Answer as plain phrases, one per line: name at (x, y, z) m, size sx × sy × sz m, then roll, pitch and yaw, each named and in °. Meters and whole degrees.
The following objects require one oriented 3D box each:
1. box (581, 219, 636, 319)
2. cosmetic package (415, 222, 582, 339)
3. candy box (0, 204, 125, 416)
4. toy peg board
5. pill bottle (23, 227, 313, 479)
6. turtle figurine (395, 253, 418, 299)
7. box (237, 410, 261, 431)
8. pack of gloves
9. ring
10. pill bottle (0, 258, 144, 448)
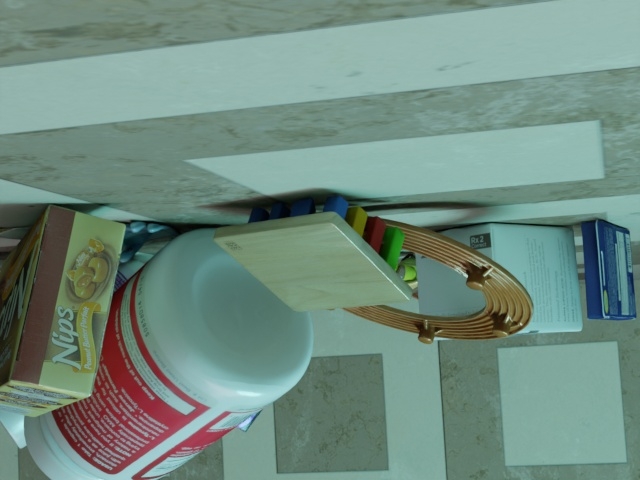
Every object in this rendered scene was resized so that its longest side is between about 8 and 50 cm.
box at (0.407, 0.045, 1.693) m, size 0.036 × 0.136 × 0.225 m, roll -5°, pitch 174°, yaw 24°
cosmetic package at (0.250, 0.061, 1.680) m, size 0.184 × 0.151 × 0.151 m, roll 2°, pitch 171°, yaw -40°
candy box at (-0.307, 0.089, 1.309) m, size 0.088 × 0.183 × 0.316 m, roll 14°, pitch 163°, yaw -21°
toy peg board at (0.000, 0.000, 1.290) m, size 0.161 × 0.079 × 0.160 m, roll -8°, pitch 143°, yaw 36°
pill bottle at (-0.212, 0.173, 1.525) m, size 0.229 × 0.229 × 0.408 m, roll 2°, pitch 150°, yaw -43°
turtle figurine at (0.157, 0.061, 1.972) m, size 0.217 × 0.087 × 0.269 m, roll 10°, pitch 176°, yaw -35°
box at (-0.181, 0.176, 1.975) m, size 0.165 × 0.143 × 0.270 m, roll 38°, pitch 178°, yaw -27°
pack of gloves at (-0.267, 0.013, 1.459) m, size 0.195 × 0.046 × 0.232 m, roll -5°, pitch 174°, yaw 8°
ring at (0.097, 0.060, 1.480) m, size 0.337 × 0.032 × 0.336 m, roll 16°, pitch 157°, yaw 7°
pill bottle at (-0.357, 0.173, 1.783) m, size 0.301 × 0.169 × 0.169 m, roll -36°, pitch -176°, yaw -17°
